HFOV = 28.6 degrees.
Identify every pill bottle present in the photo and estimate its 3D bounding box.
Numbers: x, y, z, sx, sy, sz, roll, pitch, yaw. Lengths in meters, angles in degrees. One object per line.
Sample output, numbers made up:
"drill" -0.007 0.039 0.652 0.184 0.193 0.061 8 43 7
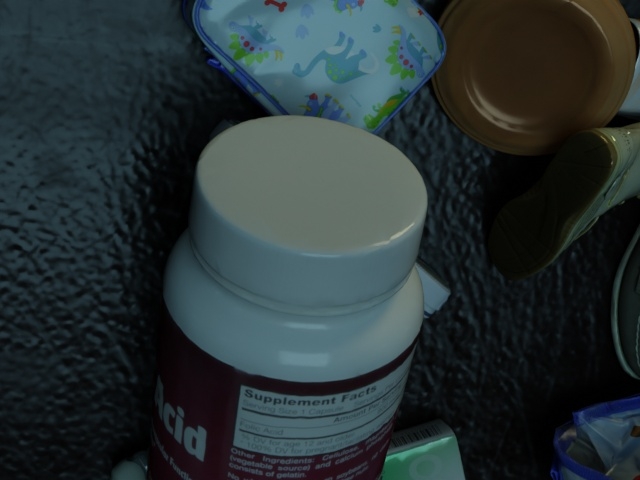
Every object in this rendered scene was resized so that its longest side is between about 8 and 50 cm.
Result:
"pill bottle" -0.034 0.103 1.113 0.224 0.224 0.392 0 129 -13

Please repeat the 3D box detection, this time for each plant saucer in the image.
"plant saucer" 0.203 -0.169 1.215 0.200 0.037 0.200 5 119 9

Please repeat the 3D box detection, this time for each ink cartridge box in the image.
"ink cartridge box" 0.075 0.321 1.360 0.181 0.056 0.224 -16 107 -8

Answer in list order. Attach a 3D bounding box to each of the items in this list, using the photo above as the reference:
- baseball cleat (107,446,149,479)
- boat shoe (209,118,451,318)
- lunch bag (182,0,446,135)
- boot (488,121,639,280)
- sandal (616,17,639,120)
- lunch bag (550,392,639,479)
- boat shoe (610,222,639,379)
"baseball cleat" -0.136 0.300 1.295 0.109 0.072 0.206 -29 114 -11
"boat shoe" 0.000 0.000 1.223 0.302 0.109 0.094 38 96 -23
"lunch bag" -0.009 -0.196 1.172 0.219 0.090 0.176 42 92 -20
"boot" 0.276 -0.047 1.279 0.165 0.077 0.213 -19 154 -39
"sandal" 0.283 -0.175 1.253 0.265 0.076 0.102 9 103 -16
"lunch bag" 0.455 0.323 1.315 0.385 0.239 0.327 -3 121 29
"boat shoe" 0.388 0.016 1.324 0.109 0.091 0.305 9 103 -15
